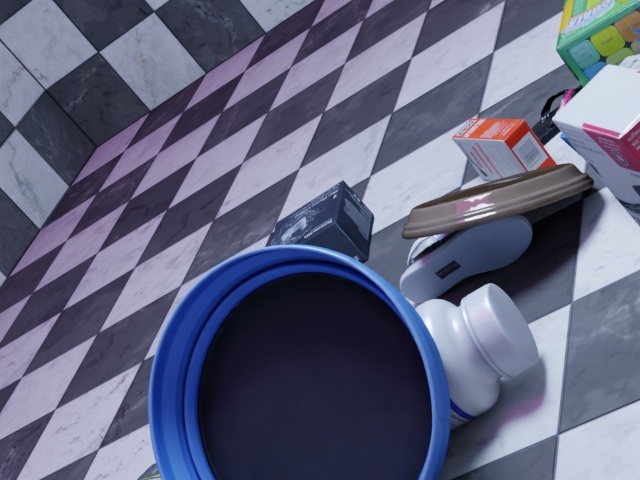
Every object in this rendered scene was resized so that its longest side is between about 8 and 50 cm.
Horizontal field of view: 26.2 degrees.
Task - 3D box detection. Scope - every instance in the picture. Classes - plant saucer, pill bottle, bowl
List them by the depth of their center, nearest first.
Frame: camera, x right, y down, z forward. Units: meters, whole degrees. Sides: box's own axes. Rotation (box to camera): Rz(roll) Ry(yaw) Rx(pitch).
[{"bbox_3d":[-0.025,0.200,1.619,0.391,0.391,0.077,-31,-18,25],"label":"bowl"},{"bbox_3d":[0.122,0.166,1.676,0.272,0.152,0.152,-34,20,21],"label":"pill bottle"},{"bbox_3d":[0.243,-0.058,1.923,0.277,0.041,0.278,-17,3,1],"label":"plant saucer"}]

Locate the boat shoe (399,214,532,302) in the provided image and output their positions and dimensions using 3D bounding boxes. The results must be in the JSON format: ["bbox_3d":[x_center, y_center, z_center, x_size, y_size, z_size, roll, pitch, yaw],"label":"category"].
[{"bbox_3d":[0.210,0.013,1.972,0.228,0.080,0.076,-36,20,35],"label":"boat shoe"}]

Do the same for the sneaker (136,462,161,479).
[{"bbox_3d":[-0.174,0.334,1.940,0.300,0.111,0.121,-20,24,41],"label":"sneaker"}]

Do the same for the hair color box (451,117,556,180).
[{"bbox_3d":[0.283,-0.139,2.130,0.053,0.093,0.167,-45,20,-14],"label":"hair color box"}]

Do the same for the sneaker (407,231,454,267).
[{"bbox_3d":[0.187,0.008,2.054,0.135,0.052,0.058,-40,23,4],"label":"sneaker"}]

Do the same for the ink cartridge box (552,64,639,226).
[{"bbox_3d":[0.399,-0.076,1.561,0.100,0.237,0.172,-44,20,-3],"label":"ink cartridge box"}]

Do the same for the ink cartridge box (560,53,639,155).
[{"bbox_3d":[0.410,-0.164,1.760,0.148,0.086,0.203,-49,8,-2],"label":"ink cartridge box"}]

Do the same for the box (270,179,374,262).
[{"bbox_3d":[0.000,0.000,2.356,0.156,0.093,0.158,-32,22,22],"label":"box"}]

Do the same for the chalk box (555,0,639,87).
[{"bbox_3d":[0.465,-0.290,1.988,0.180,0.179,0.289,-30,22,30],"label":"chalk box"}]

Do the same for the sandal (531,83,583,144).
[{"bbox_3d":[0.374,-0.204,2.178,0.179,0.040,0.067,-42,19,-3],"label":"sandal"}]
